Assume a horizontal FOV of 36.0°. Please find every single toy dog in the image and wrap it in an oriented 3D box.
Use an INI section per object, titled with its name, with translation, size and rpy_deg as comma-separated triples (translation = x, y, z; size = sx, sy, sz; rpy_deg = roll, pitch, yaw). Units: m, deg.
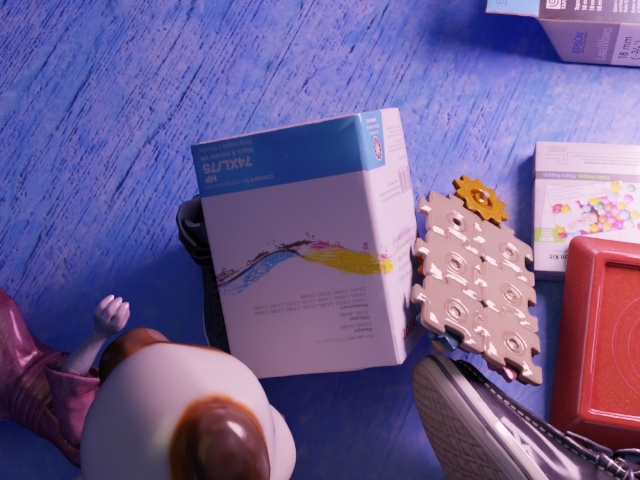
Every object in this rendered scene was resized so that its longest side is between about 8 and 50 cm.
[toy dog]
translation = -0.187, 0.286, 0.946
size = 0.408, 0.395, 0.284
rpy_deg = -59, 34, 4

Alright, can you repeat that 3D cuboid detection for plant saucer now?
[plant saucer]
translation = 0.414, 0.128, 1.162
size = 0.259, 0.048, 0.259
rpy_deg = 8, 77, 10

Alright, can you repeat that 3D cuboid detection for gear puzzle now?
[gear puzzle]
translation = 0.179, 0.027, 1.184
size = 0.175, 0.044, 0.339
rpy_deg = 28, 37, -14

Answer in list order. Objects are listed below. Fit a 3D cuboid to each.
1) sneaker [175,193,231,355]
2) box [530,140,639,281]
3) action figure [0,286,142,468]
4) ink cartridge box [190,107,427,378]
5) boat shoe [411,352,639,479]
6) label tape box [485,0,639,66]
[sneaker]
translation = -0.121, 0.047, 1.219
size = 0.086, 0.163, 0.226
rpy_deg = -12, 67, -1
[box]
translation = 0.346, -0.037, 1.271
size = 0.145, 0.038, 0.186
rpy_deg = 3, 68, 8
[action figure]
translation = -0.325, 0.176, 1.138
size = 0.370, 0.248, 0.276
rpy_deg = 30, 74, 21
[ink cartridge box]
translation = 0.000, 0.000, 1.130
size = 0.197, 0.198, 0.270
rpy_deg = -8, 96, 18
[boat shoe]
translation = 0.292, 0.295, 1.051
size = 0.156, 0.187, 0.500
rpy_deg = -35, 61, -22
[label tape box]
translation = 0.406, -0.373, 1.375
size = 0.333, 0.106, 0.241
rpy_deg = 6, 66, 10
